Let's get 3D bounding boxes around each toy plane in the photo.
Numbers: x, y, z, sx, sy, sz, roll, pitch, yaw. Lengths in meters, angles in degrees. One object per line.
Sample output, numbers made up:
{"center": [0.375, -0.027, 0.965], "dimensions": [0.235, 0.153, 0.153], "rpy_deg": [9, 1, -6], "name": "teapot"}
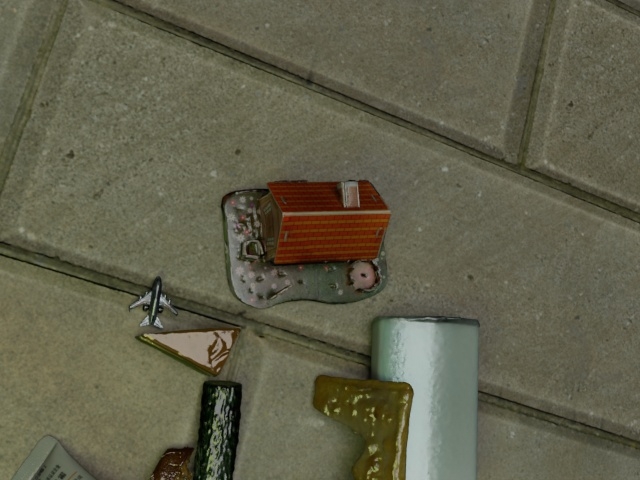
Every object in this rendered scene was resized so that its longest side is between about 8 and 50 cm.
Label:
{"center": [-0.265, 0.098, 1.362], "dimensions": [0.078, 0.031, 0.083], "rpy_deg": [9, 79, -20], "name": "toy plane"}

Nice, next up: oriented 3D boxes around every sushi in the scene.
{"center": [-0.230, 0.373, 1.315], "dimensions": [0.060, 0.061, 0.118], "rpy_deg": [19, 82, 11], "name": "sushi"}

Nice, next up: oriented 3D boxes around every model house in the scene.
{"center": [0.001, -0.001, 1.416], "dimensions": [0.293, 0.154, 0.207], "rpy_deg": [-2, 81, -22], "name": "model house"}

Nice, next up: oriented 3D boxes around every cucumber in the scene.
{"center": [-0.168, 0.368, 1.340], "dimensions": [0.067, 0.067, 0.294], "rpy_deg": [9, 80, -20], "name": "cucumber"}

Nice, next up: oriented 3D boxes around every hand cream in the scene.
{"center": [-0.324, 0.420, 1.222], "dimensions": [0.314, 0.089, 0.140], "rpy_deg": [32, 70, 13], "name": "hand cream"}

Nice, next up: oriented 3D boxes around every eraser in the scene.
{"center": [0.179, 0.275, 1.466], "dimensions": [0.189, 0.104, 0.290], "rpy_deg": [6, 80, -18], "name": "eraser"}

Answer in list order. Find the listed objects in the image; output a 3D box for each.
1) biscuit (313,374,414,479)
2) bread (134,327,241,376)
{"center": [0.068, 0.315, 1.400], "dimensions": [0.174, 0.039, 0.184], "rpy_deg": [-2, 78, 23], "name": "biscuit"}
{"center": [-0.210, 0.149, 1.353], "dimensions": [0.139, 0.074, 0.084], "rpy_deg": [29, 73, -13], "name": "bread"}
